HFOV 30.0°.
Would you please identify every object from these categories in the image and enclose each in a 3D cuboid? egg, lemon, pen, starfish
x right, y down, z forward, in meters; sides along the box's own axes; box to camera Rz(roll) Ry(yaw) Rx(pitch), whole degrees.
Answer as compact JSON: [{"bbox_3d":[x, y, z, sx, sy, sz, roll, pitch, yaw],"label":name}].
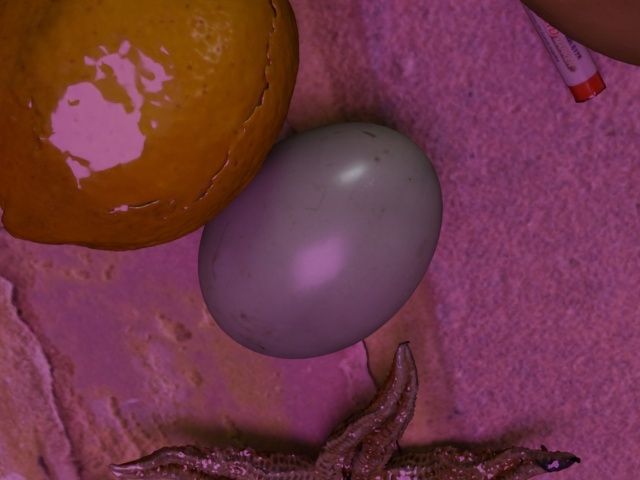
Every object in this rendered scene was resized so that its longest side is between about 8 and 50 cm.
[{"bbox_3d":[0.000,0.000,0.843,0.192,0.149,0.149,-37,110,17],"label":"egg"},{"bbox_3d":[-0.118,-0.108,0.757,0.204,0.204,0.260,32,79,-14],"label":"lemon"},{"bbox_3d":[0.130,-0.194,0.804,0.028,0.028,0.239,-28,114,16],"label":"pen"},{"bbox_3d":[0.008,0.212,0.996,0.357,0.078,0.347,25,117,-10],"label":"starfish"}]

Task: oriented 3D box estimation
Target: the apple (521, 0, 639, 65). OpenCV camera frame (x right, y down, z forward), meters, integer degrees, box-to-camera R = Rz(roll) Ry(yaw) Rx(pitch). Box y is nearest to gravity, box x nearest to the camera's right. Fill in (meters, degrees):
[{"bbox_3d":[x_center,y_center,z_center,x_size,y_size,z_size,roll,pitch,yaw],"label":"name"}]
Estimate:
[{"bbox_3d":[0.202,-0.198,0.714,0.200,0.200,0.200,1,118,2],"label":"apple"}]
